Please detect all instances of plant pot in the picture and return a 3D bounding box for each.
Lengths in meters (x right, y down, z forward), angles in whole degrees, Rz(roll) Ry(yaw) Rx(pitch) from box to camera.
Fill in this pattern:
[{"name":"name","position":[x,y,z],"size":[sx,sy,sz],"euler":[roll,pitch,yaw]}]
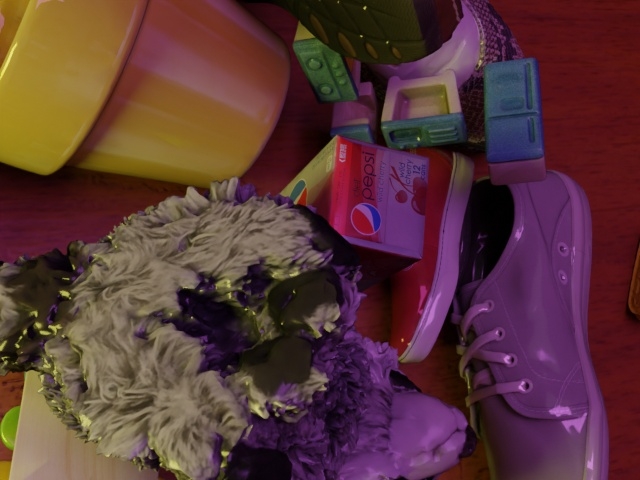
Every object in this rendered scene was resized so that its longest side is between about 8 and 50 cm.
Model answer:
[{"name":"plant pot","position":[-0.169,-0.160,0.780],"size":[0.239,0.254,0.254],"euler":[22,68,-31]}]

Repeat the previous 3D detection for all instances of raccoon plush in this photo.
[{"name":"raccoon plush","position":[-0.099,0.099,0.695],"size":[0.446,0.299,0.216],"euler":[20,66,26]}]

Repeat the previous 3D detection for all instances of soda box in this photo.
[{"name":"soda box","position":[0.000,0.000,0.769],"size":[0.083,0.263,0.092],"euler":[12,70,-18]}]

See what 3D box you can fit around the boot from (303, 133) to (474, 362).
[{"name":"boot","position":[0.055,-0.003,0.895],"size":[0.176,0.088,0.244],"euler":[16,66,-11]}]

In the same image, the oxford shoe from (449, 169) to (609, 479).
[{"name":"oxford shoe","position":[0.194,0.122,0.864],"size":[0.130,0.169,0.449],"euler":[14,63,-19]}]

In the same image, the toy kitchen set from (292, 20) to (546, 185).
[{"name":"toy kitchen set","position":[0.096,-0.140,0.796],"size":[0.207,0.166,0.122],"euler":[-5,58,16]}]

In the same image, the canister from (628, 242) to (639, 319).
[{"name":"canister","position":[0.467,0.063,1.030],"size":[0.170,0.073,0.126],"euler":[25,68,-14]}]

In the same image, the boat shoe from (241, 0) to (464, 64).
[{"name":"boat shoe","position":[0.004,-0.256,0.732],"size":[0.120,0.122,0.324],"euler":[-40,49,-14]}]

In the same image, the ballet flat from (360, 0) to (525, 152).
[{"name":"ballet flat","position":[0.048,-0.285,0.913],"size":[0.164,0.182,0.483],"euler":[-37,88,20]}]

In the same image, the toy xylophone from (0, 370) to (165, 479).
[{"name":"toy xylophone","position":[-0.171,0.215,0.709],"size":[0.236,0.081,0.323],"euler":[17,57,-14]}]
